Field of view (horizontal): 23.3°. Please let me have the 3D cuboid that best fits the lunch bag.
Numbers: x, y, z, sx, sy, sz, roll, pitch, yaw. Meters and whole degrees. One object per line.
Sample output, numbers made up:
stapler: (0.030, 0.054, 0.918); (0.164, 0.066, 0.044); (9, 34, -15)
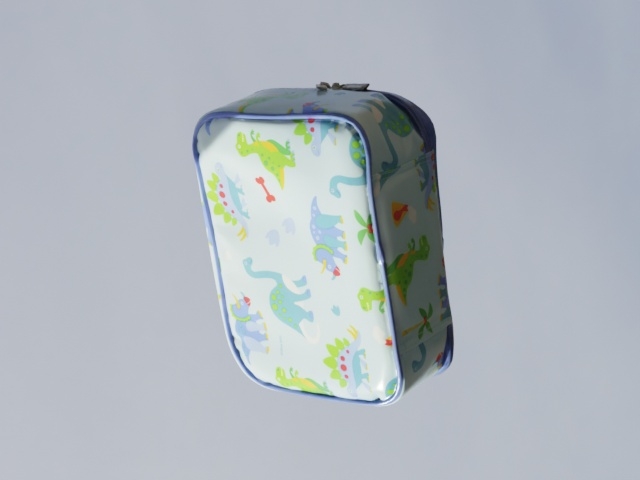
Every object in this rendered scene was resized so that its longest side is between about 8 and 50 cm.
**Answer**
lunch bag: (0.000, 0.000, 1.094); (0.090, 0.176, 0.219); (-27, -67, -47)
